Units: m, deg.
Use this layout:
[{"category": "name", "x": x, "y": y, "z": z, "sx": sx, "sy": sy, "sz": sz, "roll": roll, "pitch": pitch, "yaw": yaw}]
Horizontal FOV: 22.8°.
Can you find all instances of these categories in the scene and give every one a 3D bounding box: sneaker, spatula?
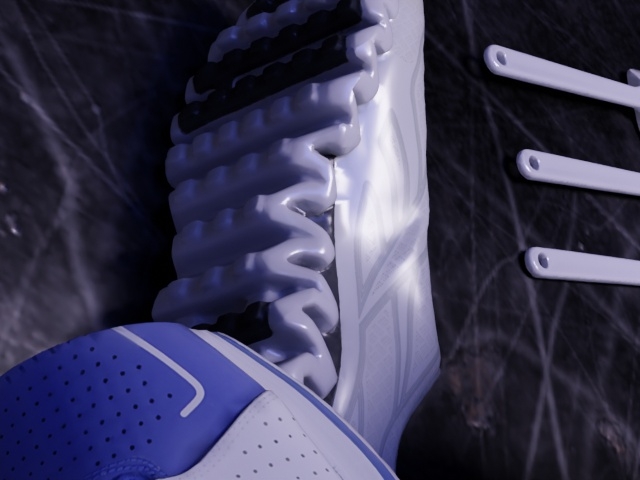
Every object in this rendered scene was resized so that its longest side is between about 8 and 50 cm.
[{"category": "sneaker", "x": -0.032, "y": 0.151, "z": 0.422, "sx": 0.182, "sy": 0.127, "sz": 0.315, "roll": 24, "pitch": 32, "yaw": -58}, {"category": "spatula", "x": 0.182, "y": -0.036, "z": 0.941, "sx": 0.242, "sy": 0.019, "sz": 0.168, "roll": 7, "pitch": 67, "yaw": -44}, {"category": "sneaker", "x": 0.000, "y": 0.000, "z": 0.662, "sx": 0.118, "sy": 0.110, "sz": 0.292, "roll": 38, "pitch": 51, "yaw": -36}]
